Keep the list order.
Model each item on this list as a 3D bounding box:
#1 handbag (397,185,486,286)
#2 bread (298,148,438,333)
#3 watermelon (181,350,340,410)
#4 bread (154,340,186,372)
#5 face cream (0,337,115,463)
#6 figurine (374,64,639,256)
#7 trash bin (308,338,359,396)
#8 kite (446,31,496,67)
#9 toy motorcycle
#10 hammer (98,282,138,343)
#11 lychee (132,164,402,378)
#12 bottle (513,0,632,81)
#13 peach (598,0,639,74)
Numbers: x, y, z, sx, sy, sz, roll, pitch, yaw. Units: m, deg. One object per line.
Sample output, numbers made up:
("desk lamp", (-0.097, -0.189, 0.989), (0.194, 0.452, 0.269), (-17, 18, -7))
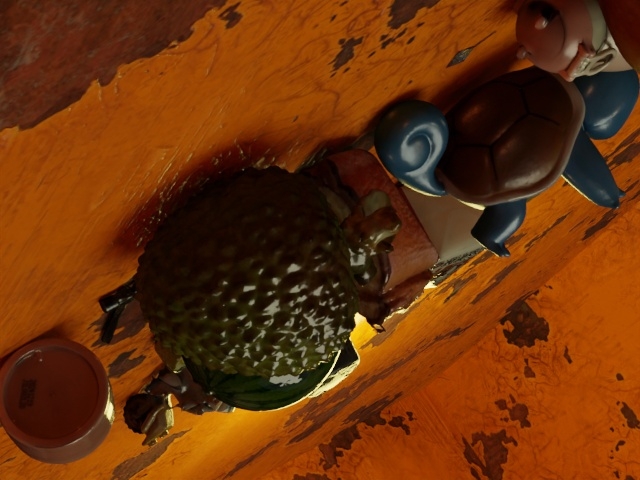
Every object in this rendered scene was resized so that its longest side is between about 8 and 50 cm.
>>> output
("handbag", (0.147, 0.010, 2.249), (0.171, 0.151, 0.298), (-19, 166, -37))
("bread", (0.058, 0.000, 1.812), (0.123, 0.244, 0.190), (-30, -179, -35))
("watermelon", (-0.086, 0.129, 1.891), (0.242, 0.242, 0.242), (-33, 166, -9))
("bread", (-0.186, 0.144, 2.059), (0.156, 0.064, 0.117), (-26, 168, -36))
("face cream", (-0.348, 0.212, 1.732), (0.149, 0.149, 0.104), (-31, 164, -15))
("figurine", (0.261, -0.140, 1.888), (0.416, 0.298, 0.243), (-19, 125, -19))
("trash bin", (-0.015, 0.191, 2.412), (0.175, 0.161, 0.175), (-35, 166, -10))
("kite", (0.202, -0.254, 1.771), (0.078, 0.002, 0.044), (-30, 165, -17))
("toy motorcycle", (-0.232, 0.274, 2.240), (0.229, 0.130, 0.094), (-38, 169, 15))
("hammer", (-0.285, 0.106, 1.807), (0.065, 0.021, 0.178), (-27, 166, -28))
("lychee", (-0.066, 0.039, 1.612), (0.319, 0.270, 0.270), (10, 152, -10))
("bottle", (0.351, -0.287, 1.729), (0.236, 0.148, 0.147), (-17, 158, -38))
("peach", (0.483, -0.305, 1.521), (0.372, 0.373, 0.290), (-18, 156, -49))
